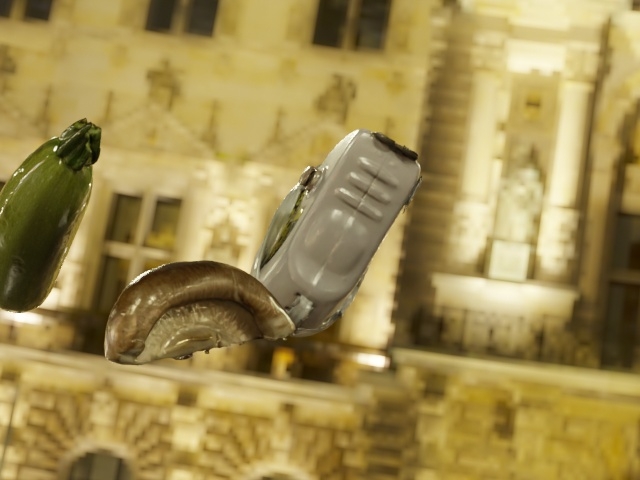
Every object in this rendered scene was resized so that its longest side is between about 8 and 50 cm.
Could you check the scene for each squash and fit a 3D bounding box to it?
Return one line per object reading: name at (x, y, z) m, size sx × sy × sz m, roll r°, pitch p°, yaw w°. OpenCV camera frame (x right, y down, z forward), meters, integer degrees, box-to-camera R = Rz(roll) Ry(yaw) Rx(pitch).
squash at (-0.288, -0.020, 1.882) m, size 0.094 × 0.094 × 0.341 m, roll 13°, pitch -35°, yaw -15°

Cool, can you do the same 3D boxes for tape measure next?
tape measure at (0.000, 0.000, 2.000) m, size 0.120 × 0.236 × 0.197 m, roll 32°, pitch -8°, yaw -11°

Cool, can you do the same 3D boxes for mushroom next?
mushroom at (-0.122, 0.067, 1.815) m, size 0.210 × 0.094 × 0.072 m, roll -10°, pitch 28°, yaw -34°
